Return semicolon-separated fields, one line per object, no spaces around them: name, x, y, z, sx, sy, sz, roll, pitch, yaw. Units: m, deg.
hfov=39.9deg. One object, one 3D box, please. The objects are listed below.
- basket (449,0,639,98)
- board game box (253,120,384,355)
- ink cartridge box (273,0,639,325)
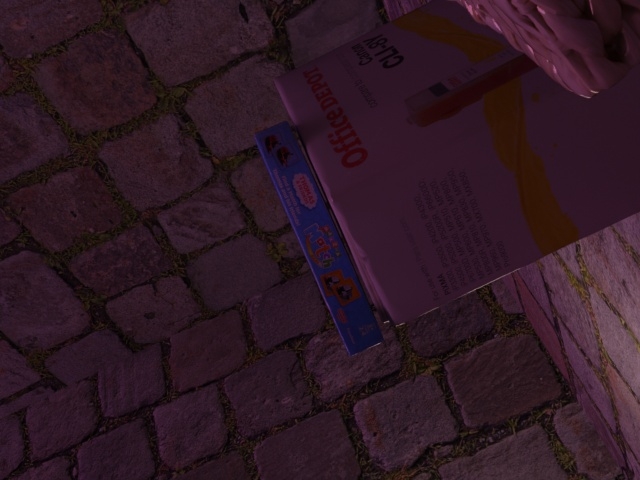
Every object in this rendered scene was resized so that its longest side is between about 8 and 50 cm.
basket;0.092;-0.299;0.450;0.331;0.266;0.328;39;-166;-27
board game box;0.000;0.000;0.843;0.160;0.039;0.211;46;-160;-88
ink cartridge box;0.173;-0.125;0.829;0.160;0.384;0.279;62;-177;-33
